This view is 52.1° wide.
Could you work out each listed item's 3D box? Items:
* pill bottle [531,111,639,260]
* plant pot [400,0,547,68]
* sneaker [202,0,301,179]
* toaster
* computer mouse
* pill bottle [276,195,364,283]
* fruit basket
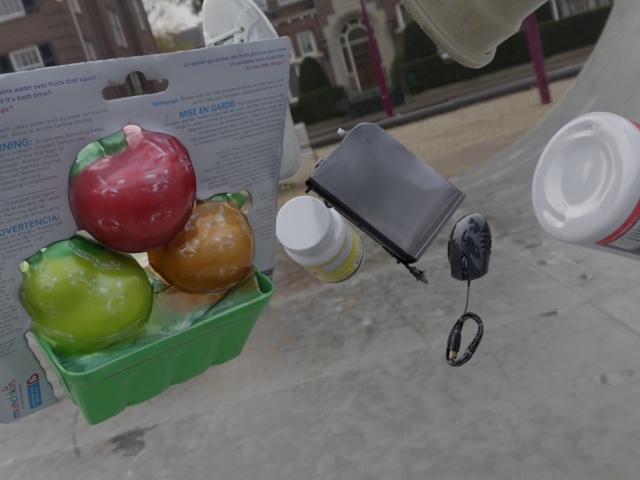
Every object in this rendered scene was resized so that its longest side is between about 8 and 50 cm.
[{"bbox_3d":[0.280,-0.034,0.550,0.180,0.108,0.108,12,-1,-25],"label":"pill bottle"},{"bbox_3d":[0.243,-0.422,0.748,0.305,0.334,0.333,-25,4,35],"label":"plant pot"},{"bbox_3d":[-0.108,-0.224,0.918,0.105,0.290,0.123,-20,1,24],"label":"sneaker"},{"bbox_3d":[0.080,-0.057,0.795,0.110,0.185,0.168,-52,1,9],"label":"toaster"},{"bbox_3d":[0.217,0.069,0.993,0.071,0.242,0.041,-4,-21,34],"label":"computer mouse"},{"bbox_3d":[0.000,0.000,1.196,0.119,0.119,0.208,-13,-21,15],"label":"pill bottle"},{"bbox_3d":[-0.177,-0.012,0.643,0.327,0.353,0.165,-22,38,-36],"label":"fruit basket"}]
